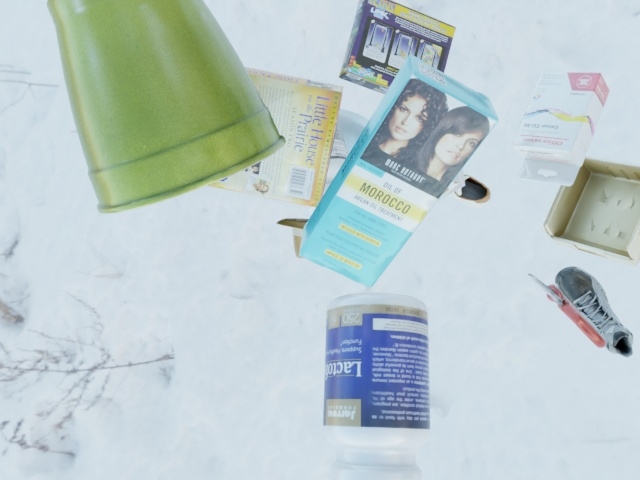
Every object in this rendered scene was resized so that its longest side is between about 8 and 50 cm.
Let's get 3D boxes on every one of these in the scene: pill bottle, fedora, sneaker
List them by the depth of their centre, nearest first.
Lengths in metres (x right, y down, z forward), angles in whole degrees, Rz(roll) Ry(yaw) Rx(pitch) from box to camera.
[{"bbox_3d":[0.080,0.218,0.814,0.153,0.153,0.265,-5,70,19],"label":"pill bottle"},{"bbox_3d":[0.000,0.000,1.114,0.194,0.194,0.079,7,94,20],"label":"fedora"},{"bbox_3d":[0.604,0.159,1.221,0.086,0.132,0.229,-40,100,13],"label":"sneaker"},{"bbox_3d":[-0.010,-0.243,1.626,0.176,0.176,0.318,-19,75,17],"label":"pill bottle"},{"bbox_3d":[0.392,-0.190,1.762,0.290,0.123,0.106,20,84,9],"label":"sneaker"}]

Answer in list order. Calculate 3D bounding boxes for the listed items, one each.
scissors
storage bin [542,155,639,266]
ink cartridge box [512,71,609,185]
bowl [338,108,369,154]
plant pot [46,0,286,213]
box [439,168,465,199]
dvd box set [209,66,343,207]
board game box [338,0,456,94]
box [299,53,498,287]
[{"bbox_3d":[0.320,0.074,0.789,0.021,0.297,0.109,-43,42,18],"label":"scissors"},{"bbox_3d":[0.831,-0.091,1.654,0.262,0.123,0.260,24,88,49],"label":"storage bin"},{"bbox_3d":[0.438,-0.208,1.053,0.115,0.067,0.198,17,83,44],"label":"ink cartridge box"},{"bbox_3d":[0.042,-0.310,1.881,0.298,0.298,0.134,28,136,21],"label":"bowl"},{"bbox_3d":[-0.291,-0.282,1.006,0.366,0.366,0.353,-13,110,18],"label":"plant pot"},{"bbox_3d":[0.242,-0.114,1.502,0.324,0.063,0.067,-33,48,49],"label":"box"},{"bbox_3d":[-0.177,-0.259,1.363,0.420,0.062,0.308,10,122,-1],"label":"dvd box set"},{"bbox_3d":[0.131,-0.320,0.966,0.170,0.048,0.141,16,87,-16],"label":"board game box"},{"bbox_3d":[0.075,-0.065,0.618,0.100,0.060,0.244,25,124,-12],"label":"box"}]
